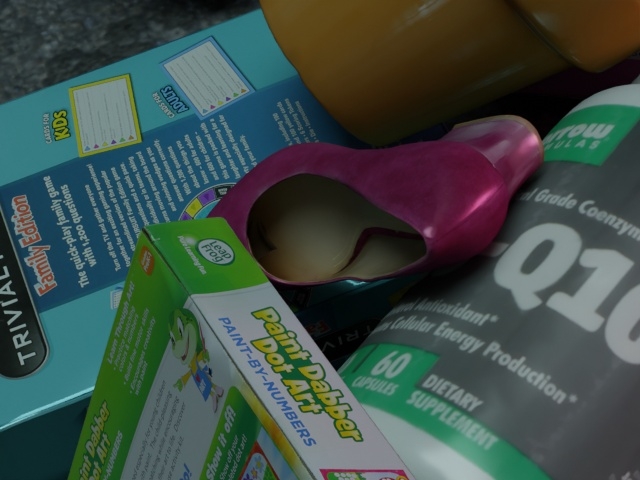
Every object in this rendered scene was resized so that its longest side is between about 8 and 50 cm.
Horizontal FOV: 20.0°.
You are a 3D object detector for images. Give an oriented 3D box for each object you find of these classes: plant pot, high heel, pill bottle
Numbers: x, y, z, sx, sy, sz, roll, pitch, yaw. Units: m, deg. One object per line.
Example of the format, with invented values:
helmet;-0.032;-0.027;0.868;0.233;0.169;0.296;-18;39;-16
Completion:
plant pot;0.074;-0.158;1.059;0.188;0.205;0.205;-34;47;20
high heel;0.000;0.000;0.961;0.244;0.082;0.117;-11;19;39
pill bottle;0.164;0.047;0.976;0.204;0.204;0.361;28;61;29

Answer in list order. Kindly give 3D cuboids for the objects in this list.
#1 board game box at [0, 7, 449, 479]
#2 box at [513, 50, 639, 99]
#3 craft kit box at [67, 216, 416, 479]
board game box;-0.081;-0.011;1.150;0.336;0.079;0.254;-21;51;-6
box;0.193;-0.221;1.243;0.213;0.117;0.243;7;53;16
craft kit box;-0.044;0.160;0.903;0.061;0.250;0.246;-10;45;-36
